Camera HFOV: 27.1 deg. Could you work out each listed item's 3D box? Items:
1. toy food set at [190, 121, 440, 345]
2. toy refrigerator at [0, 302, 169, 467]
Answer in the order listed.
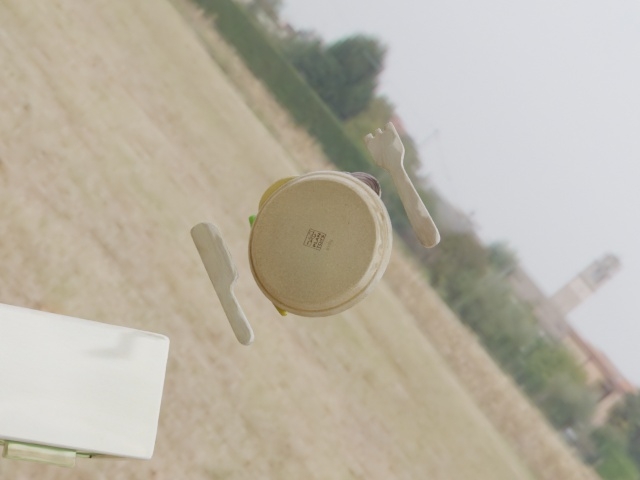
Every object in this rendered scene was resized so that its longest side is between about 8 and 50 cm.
[{"bbox_3d":[0.000,0.000,1.087,0.132,0.192,0.038,67,11,21],"label":"toy food set"},{"bbox_3d":[-0.246,0.087,0.861,0.269,0.094,0.102,13,-15,-27],"label":"toy refrigerator"}]
